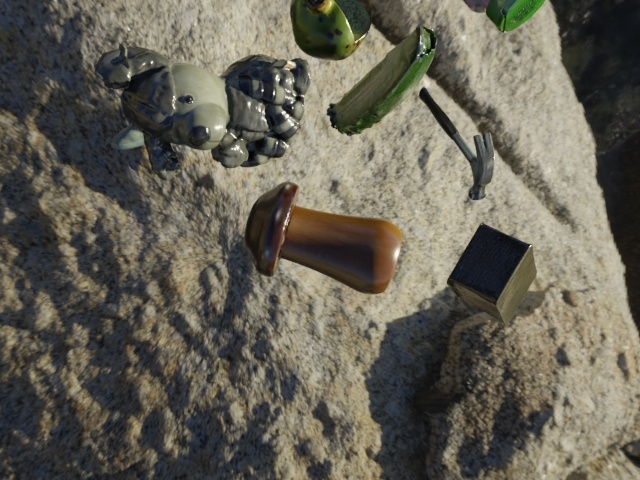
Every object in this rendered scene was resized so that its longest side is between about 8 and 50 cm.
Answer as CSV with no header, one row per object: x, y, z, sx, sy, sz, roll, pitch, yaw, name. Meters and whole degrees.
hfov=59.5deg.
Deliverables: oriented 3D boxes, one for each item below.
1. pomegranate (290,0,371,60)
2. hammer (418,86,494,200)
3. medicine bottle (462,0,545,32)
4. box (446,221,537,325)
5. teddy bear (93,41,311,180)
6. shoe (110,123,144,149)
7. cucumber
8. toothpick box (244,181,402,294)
0.003,-0.386,0.991,0.122,0.169,0.143,-40,84,29,pomegranate
0.215,-0.183,0.915,0.029,0.103,0.246,-13,50,-10,hammer
0.281,-0.504,0.998,0.133,0.133,0.274,-29,73,-9,medicine bottle
0.455,0.095,1.468,0.143,0.273,0.184,30,85,29,box
-0.143,-0.148,0.711,0.251,0.171,0.144,-15,48,-29,teddy bear
-0.439,-0.288,1.409,0.195,0.079,0.078,-13,118,-3,shoe
0.161,-0.356,1.290,0.145,0.325,0.105,-10,74,-37,cucumber
0.000,0.000,1.101,0.294,0.192,0.192,15,86,-2,toothpick box
